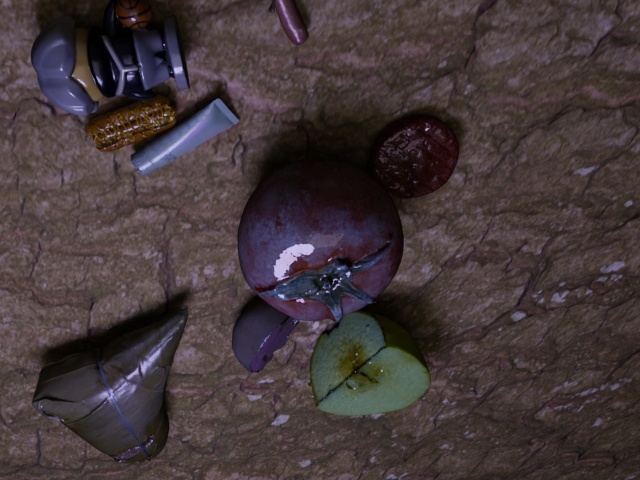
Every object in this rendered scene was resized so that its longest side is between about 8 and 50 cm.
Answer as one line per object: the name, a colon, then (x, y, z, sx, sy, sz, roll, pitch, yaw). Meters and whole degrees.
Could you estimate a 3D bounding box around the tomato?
tomato: (0.000, 0.000, 1.295, 0.317, 0.282, 0.316, -6, 132, -6)

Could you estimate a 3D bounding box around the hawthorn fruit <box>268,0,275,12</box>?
hawthorn fruit: (-0.099, -0.477, 0.985, 0.165, 0.165, 0.285, -25, 126, 10)

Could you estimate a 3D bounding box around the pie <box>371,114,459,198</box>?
pie: (0.186, -0.161, 1.350, 0.183, 0.049, 0.182, -6, 127, -7)

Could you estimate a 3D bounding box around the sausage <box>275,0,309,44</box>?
sausage: (-0.064, -0.406, 1.117, 0.043, 0.043, 0.186, -19, 129, 5)

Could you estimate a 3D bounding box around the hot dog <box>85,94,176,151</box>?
hot dog: (-0.333, -0.209, 1.224, 0.165, 0.045, 0.071, -19, 128, 5)

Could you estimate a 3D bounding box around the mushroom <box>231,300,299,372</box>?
mushroom: (-0.133, 0.203, 1.541, 0.117, 0.141, 0.188, 39, 116, 5)

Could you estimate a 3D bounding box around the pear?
pear: (0.138, 0.293, 1.632, 0.293, 0.159, 0.292, -4, 132, -5)

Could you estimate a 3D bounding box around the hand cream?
hand cream: (-0.251, -0.187, 1.255, 0.205, 0.049, 0.078, -29, 147, 10)

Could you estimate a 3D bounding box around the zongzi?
zongzi: (-0.388, 0.344, 1.578, 0.393, 0.174, 0.356, -28, 132, 4)

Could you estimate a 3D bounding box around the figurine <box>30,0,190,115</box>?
figurine: (-0.341, -0.296, 1.101, 0.237, 0.133, 0.176, -11, 120, -4)
